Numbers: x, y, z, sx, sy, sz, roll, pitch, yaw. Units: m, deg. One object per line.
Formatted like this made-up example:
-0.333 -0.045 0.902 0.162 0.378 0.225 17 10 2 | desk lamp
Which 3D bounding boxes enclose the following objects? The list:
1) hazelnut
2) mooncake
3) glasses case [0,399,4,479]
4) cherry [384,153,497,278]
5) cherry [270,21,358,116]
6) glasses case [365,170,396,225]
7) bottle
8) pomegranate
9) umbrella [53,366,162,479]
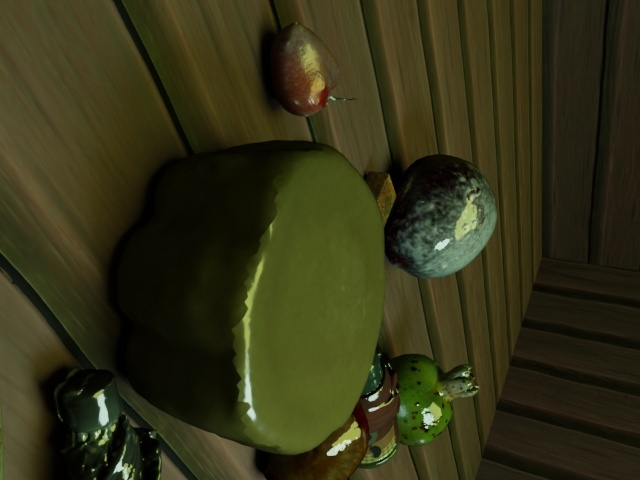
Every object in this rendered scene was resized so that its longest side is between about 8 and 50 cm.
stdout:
-0.012 0.322 0.970 0.202 0.160 0.170 -43 135 9 | hazelnut
-0.069 0.061 0.733 0.378 0.201 0.378 -17 109 -62 | mooncake
-0.296 0.070 0.397 0.156 0.098 0.425 -39 133 -72 | glasses case
0.254 -0.053 1.261 0.296 0.218 0.255 -54 148 -18 | cherry
-0.022 -0.237 0.831 0.106 0.087 0.126 -35 110 -44 | cherry
0.081 -0.024 1.121 0.218 0.049 0.075 -66 151 -25 | glasses case
0.071 0.299 1.114 0.156 0.143 0.271 -20 128 -14 | bottle
0.233 0.346 1.322 0.202 0.248 0.202 39 39 -40 | pomegranate
-0.199 0.291 0.631 0.154 0.128 0.336 -9 103 -58 | umbrella
